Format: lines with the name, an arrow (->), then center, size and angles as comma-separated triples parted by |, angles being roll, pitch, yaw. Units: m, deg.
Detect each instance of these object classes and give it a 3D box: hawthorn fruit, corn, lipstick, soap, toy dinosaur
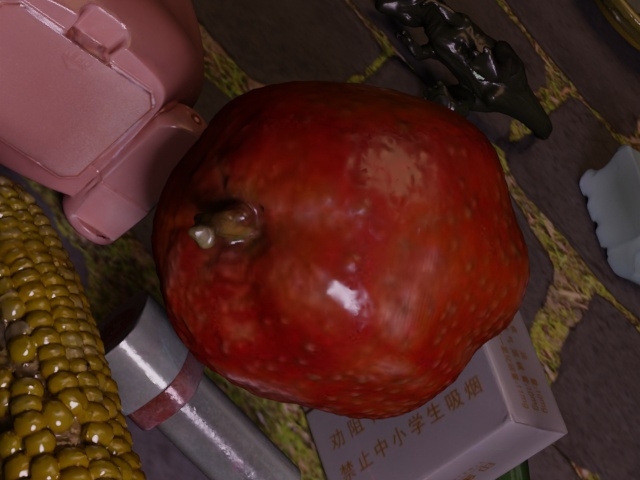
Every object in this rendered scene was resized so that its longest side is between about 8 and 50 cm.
hawthorn fruit -> 0.000, 0.000, 1.075 | 0.253, 0.205, 0.205 | 22, 40, -58
corn -> -0.144, 0.103, 0.986 | 0.097, 0.097, 0.320 | 17, 43, -44
lipstick -> -0.062, 0.118, 1.118 | 0.186, 0.057, 0.063 | 48, 23, -17
soap -> 0.337, 0.000, 1.759 | 0.198, 0.066, 0.119 | 23, 39, -38
toy dinosaur -> 0.143, -0.168, 1.659 | 0.187, 0.087, 0.179 | 57, 32, 6

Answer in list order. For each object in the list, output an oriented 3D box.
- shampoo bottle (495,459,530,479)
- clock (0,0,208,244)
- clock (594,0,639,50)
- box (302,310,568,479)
shampoo bottle -> 0.113, 0.153, 1.305 | 0.065, 0.065, 0.204 | 32, 35, -29
clock -> -0.166, -0.155, 1.186 | 0.227, 0.142, 0.241 | 35, 31, -26
clock -> 0.354, -0.264, 2.074 | 0.237, 0.057, 0.237 | 32, 35, -26
box -> 0.049, 0.057, 1.233 | 0.067, 0.149, 0.233 | 19, 43, -49
